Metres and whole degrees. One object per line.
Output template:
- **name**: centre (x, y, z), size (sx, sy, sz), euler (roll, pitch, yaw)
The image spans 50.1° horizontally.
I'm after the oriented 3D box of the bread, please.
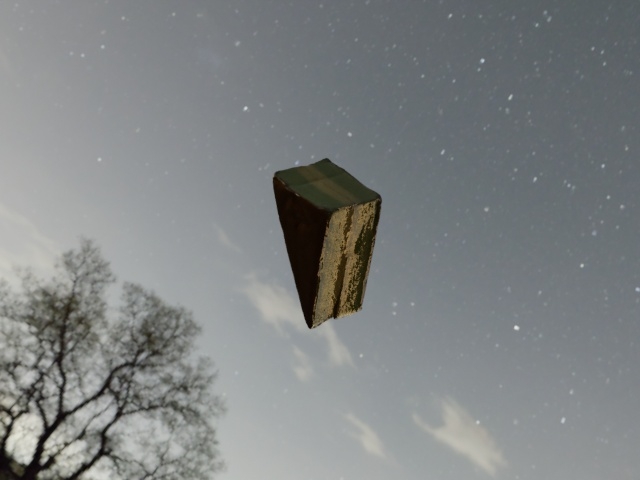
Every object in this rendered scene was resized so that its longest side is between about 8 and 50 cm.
- **bread**: centre (0.000, 0.004, 0.664), size (0.084, 0.074, 0.139), euler (39, -44, 39)
